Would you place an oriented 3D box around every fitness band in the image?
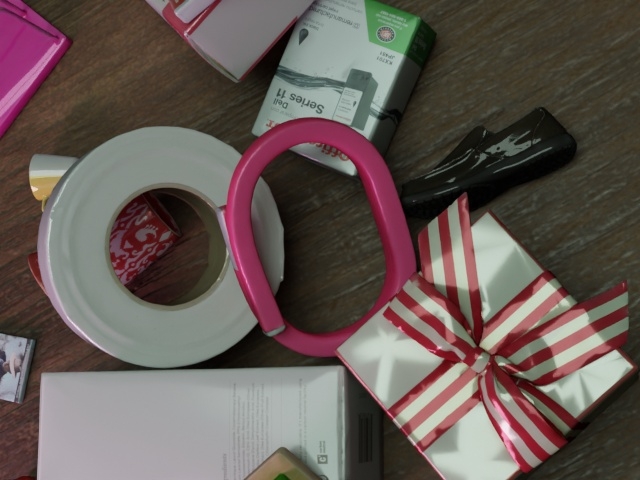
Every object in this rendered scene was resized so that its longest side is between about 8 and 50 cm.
[{"bbox_3d":[0.000,0.000,1.410,0.209,0.054,0.290,-22,108,-12],"label":"fitness band"}]

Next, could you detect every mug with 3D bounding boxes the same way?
[{"bbox_3d":[-0.344,-0.078,1.610,0.064,0.062,0.078,-3,102,8],"label":"mug"},{"bbox_3d":[-0.281,-0.003,1.549,0.169,0.113,0.150,-38,75,5],"label":"mug"}]

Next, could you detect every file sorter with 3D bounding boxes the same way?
[{"bbox_3d":[-0.533,-0.293,1.631,0.291,0.182,0.202,39,94,18],"label":"file sorter"}]

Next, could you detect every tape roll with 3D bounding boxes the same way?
[{"bbox_3d":[-0.189,0.008,1.447,0.286,0.100,0.286,1,88,-19],"label":"tape roll"}]

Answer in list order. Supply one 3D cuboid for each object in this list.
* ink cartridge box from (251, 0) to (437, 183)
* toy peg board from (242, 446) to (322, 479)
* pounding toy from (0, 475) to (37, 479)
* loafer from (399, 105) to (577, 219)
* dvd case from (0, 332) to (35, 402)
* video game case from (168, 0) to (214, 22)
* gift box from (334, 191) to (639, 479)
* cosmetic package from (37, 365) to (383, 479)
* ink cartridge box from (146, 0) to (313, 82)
[{"bbox_3d":[0.028,-0.192,1.489,0.153,0.087,0.208,23,94,18],"label":"ink cartridge box"},{"bbox_3d":[-0.042,0.331,1.270,0.160,0.079,0.161,43,116,-5],"label":"toy peg board"},{"bbox_3d":[-0.388,0.334,1.475,0.181,0.206,0.094,8,83,18],"label":"pounding toy"},{"bbox_3d":[0.192,-0.092,1.445,0.220,0.080,0.078,-22,66,7],"label":"loafer"},{"bbox_3d":[-0.442,0.164,1.620,0.119,0.013,0.087,10,84,17],"label":"dvd case"},{"bbox_3d":[-0.129,-0.405,1.429,0.204,0.025,0.285,-37,50,12],"label":"video game case"},{"bbox_3d":[0.194,0.113,1.309,0.255,0.258,0.276,44,96,18],"label":"gift box"},{"bbox_3d":[-0.124,0.228,1.420,0.366,0.197,0.155,-2,82,15],"label":"cosmetic package"},{"bbox_3d":[-0.130,-0.356,1.500,0.207,0.117,0.283,-48,48,5],"label":"ink cartridge box"}]
